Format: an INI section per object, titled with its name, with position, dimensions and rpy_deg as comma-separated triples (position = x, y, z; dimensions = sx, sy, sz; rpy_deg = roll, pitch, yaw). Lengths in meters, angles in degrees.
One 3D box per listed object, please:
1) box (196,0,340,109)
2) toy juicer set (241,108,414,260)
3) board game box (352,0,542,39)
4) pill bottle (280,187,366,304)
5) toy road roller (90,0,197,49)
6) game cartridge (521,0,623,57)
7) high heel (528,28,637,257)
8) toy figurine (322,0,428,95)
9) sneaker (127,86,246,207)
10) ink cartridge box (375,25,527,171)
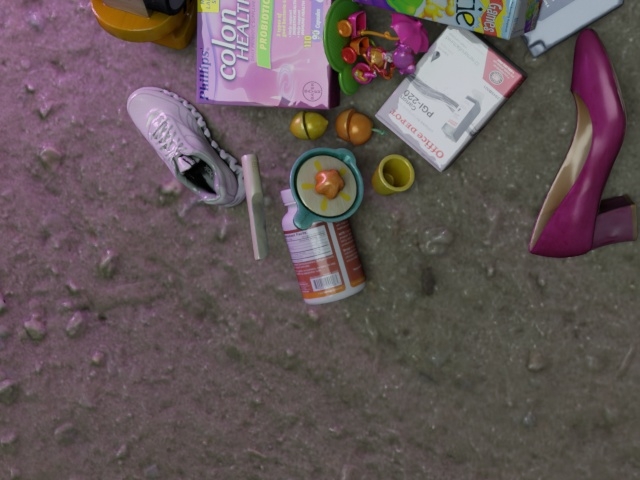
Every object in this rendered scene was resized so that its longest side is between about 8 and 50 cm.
[box]
position = -0.089, -0.347, 1.683
dimensions = 0.243, 0.117, 0.213
rpy_deg = 4, 102, 10
[toy juicer set]
position = -0.010, -0.126, 1.639
dimensions = 0.329, 0.089, 0.209
rpy_deg = -26, 86, -23
[board game box]
position = 0.213, -0.432, 1.534
dimensions = 0.275, 0.144, 0.142
rpy_deg = 20, 116, 23
[pill bottle]
position = 0.000, 0.000, 1.734
dimensions = 0.121, 0.121, 0.216
rpy_deg = -14, 96, 18
[toy road roller]
position = -0.290, -0.499, 1.707
dimensions = 0.203, 0.240, 0.329
rpy_deg = 19, 68, 12
[game cartridge]
position = 0.368, -0.480, 1.574
dimensions = 0.196, 0.060, 0.294
rpy_deg = -30, 92, 22
[high heel]
position = 0.414, -0.152, 1.578
dimensions = 0.181, 0.127, 0.377
rpy_deg = -11, 101, 7
[toy figurine]
position = 0.107, -0.324, 1.599
dimensions = 0.159, 0.130, 0.173
rpy_deg = 10, 123, 32
[sneaker]
position = -0.259, -0.177, 1.776
dimensions = 0.292, 0.118, 0.110
rpy_deg = 45, 110, 5
[ink cartridge box]
position = 0.225, -0.250, 1.638
dimensions = 0.158, 0.092, 0.218
rpy_deg = 41, 110, 6
